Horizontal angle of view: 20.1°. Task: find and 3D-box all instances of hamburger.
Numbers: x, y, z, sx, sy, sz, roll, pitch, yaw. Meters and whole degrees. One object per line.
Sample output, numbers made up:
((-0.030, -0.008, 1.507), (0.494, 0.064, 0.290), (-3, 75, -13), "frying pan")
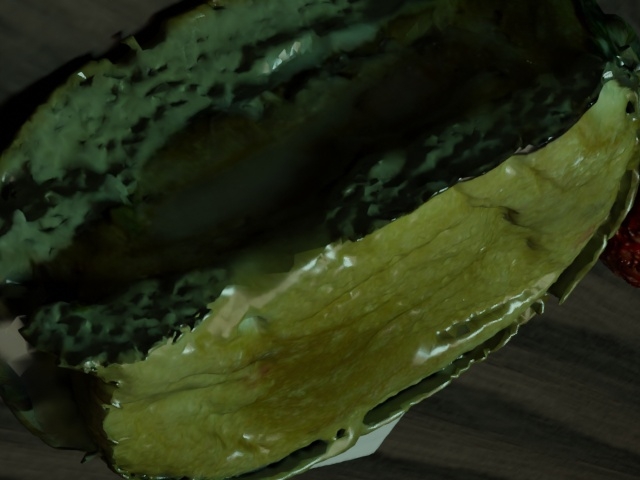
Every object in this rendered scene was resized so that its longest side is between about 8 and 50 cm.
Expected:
((0.000, 0.000, 0.759), (0.309, 0.132, 0.211), (-30, 153, -17), "hamburger")

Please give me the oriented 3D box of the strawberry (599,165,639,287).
((0.214, -0.005, 1.070), (0.106, 0.106, 0.106), (-30, 153, -17), "strawberry")

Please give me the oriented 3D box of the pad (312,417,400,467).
((-0.003, 0.093, 1.051), (0.232, 0.004, 0.156), (-5, 138, -49), "pad")
